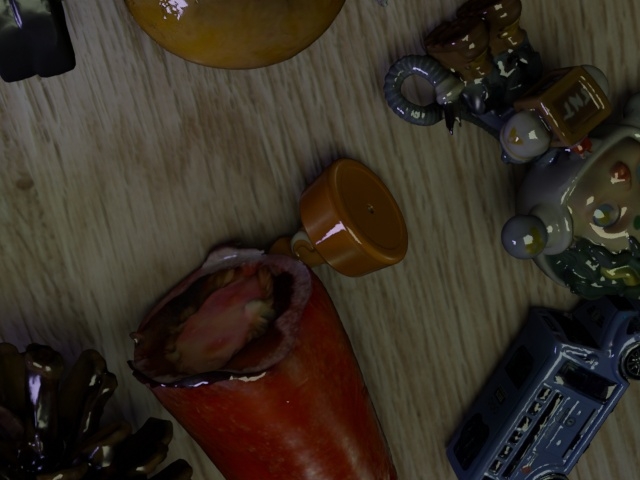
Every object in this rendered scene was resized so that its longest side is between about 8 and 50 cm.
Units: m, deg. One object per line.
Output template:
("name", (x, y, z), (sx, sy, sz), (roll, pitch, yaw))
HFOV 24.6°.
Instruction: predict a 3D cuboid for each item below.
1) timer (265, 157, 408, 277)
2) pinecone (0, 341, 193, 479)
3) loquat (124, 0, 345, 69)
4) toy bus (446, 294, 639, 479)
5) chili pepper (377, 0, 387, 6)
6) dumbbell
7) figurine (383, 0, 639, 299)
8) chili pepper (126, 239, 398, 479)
("timer", (0.000, 0.000, 1.632), (0.152, 0.132, 0.132), (-32, 118, 29))
("pinecone", (-0.298, 0.282, 1.540), (0.384, 0.384, 0.384), (-5, 113, -11))
("loquat", (-0.086, -0.278, 1.421), (0.235, 0.235, 0.235), (-5, 113, -11))
("toy bus", (0.276, 0.182, 1.752), (0.133, 0.125, 0.292), (25, 106, -21))
("chili pepper", (0.088, -0.320, 1.548), (0.050, 0.041, 0.153), (24, 122, -1))
("dumbbell", (-0.392, -0.211, 1.403), (0.388, 0.185, 0.185), (-18, 115, -4))
("figurine", (0.273, -0.096, 1.610), (0.261, 0.186, 0.382), (-38, 110, -8))
("chili pepper", (-0.063, 0.186, 1.614), (0.251, 0.229, 0.305), (2, 127, 32))
